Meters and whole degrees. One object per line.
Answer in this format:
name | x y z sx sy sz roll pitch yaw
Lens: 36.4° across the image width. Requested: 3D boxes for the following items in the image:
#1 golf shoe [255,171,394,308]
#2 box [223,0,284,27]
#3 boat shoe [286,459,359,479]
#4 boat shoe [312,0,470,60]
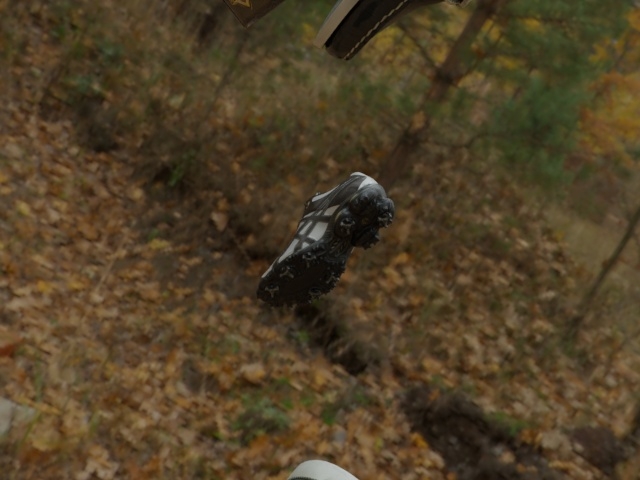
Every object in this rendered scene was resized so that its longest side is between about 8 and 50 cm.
golf shoe | 0.000 0.000 1.155 0.077 0.198 0.094 42 15 -35
box | -0.082 -0.329 1.021 0.175 0.051 0.220 50 -19 -14
boat shoe | 0.056 0.307 0.680 0.099 0.116 0.319 -39 95 -41
boat shoe | 0.120 -0.243 0.788 0.091 0.302 0.114 43 23 -11
